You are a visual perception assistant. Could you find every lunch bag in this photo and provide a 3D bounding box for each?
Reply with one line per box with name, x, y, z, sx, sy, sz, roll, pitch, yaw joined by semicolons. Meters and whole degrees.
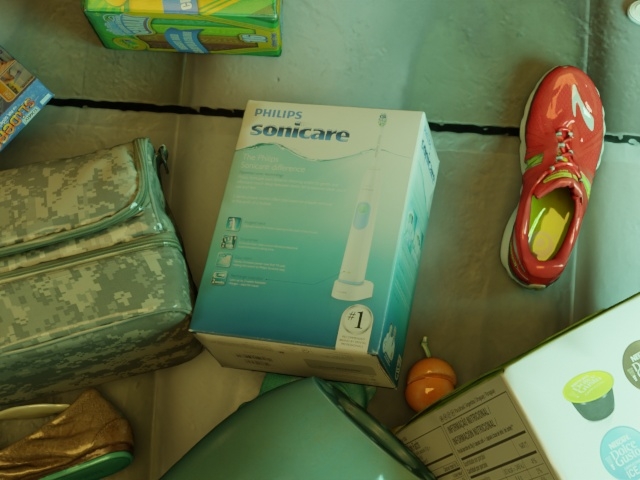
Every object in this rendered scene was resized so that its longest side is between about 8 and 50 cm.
lunch bag;-0.303;0.028;1.450;0.305;0.212;0.256;-15;69;-2

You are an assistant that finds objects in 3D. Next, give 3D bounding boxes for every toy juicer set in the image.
toy juicer set;0.016;0.218;1.496;0.329;0.089;0.209;-41;105;-7

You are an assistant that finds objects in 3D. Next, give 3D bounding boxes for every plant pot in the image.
plant pot;-0.013;0.286;1.305;0.293;0.293;0.235;41;91;3

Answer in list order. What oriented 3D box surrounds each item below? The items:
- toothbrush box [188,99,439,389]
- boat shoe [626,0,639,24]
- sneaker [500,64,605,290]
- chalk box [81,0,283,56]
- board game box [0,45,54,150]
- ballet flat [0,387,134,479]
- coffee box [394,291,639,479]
toothbrush box;0.000;0.000;1.422;0.216;0.126;0.296;5;67;16
boat shoe;0.432;-0.283;1.556;0.100;0.035;0.035;9;85;0
sneaker;0.289;-0.077;1.496;0.107;0.118;0.279;9;85;0
chalk box;-0.187;-0.328;1.488;0.288;0.180;0.179;2;85;1
board game box;-0.413;-0.172;1.485;0.136;0.035;0.201;-47;47;-4
ballet flat;-0.389;0.270;1.478;0.342;0.116;0.124;-26;65;-3
coffee box;0.333;0.242;1.306;0.337;0.338;0.334;-24;79;-21
